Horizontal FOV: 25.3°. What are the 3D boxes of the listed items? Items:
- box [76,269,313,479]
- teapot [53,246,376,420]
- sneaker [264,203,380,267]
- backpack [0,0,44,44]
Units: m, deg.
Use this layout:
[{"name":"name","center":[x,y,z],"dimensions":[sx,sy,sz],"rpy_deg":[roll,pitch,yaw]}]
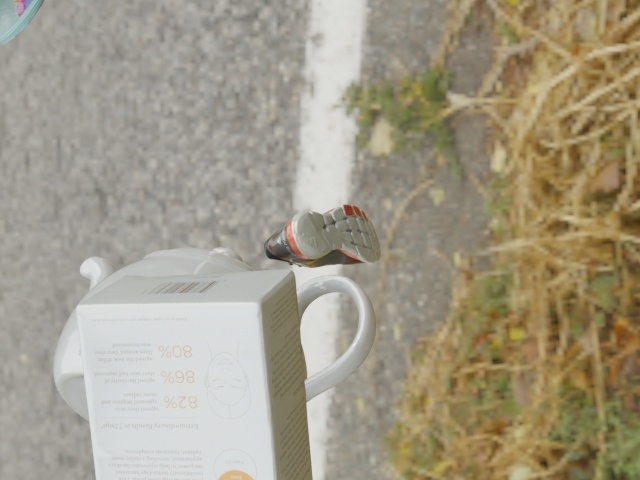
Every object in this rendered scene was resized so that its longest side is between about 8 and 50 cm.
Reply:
[{"name":"box","center":[-0.082,0.113,0.974],"dimensions":[0.130,0.091,0.170],"rpy_deg":[-1,102,14]},{"name":"teapot","center":[-0.111,0.092,1.337],"dimensions":[0.187,0.256,0.252],"rpy_deg":[-68,10,-26]},{"name":"sneaker","center":[0.000,0.000,1.429],"dimensions":[0.065,0.158,0.061],"rpy_deg":[-22,73,32]},{"name":"backpack","center":[-0.280,-0.221,1.059],"dimensions":[0.188,0.144,0.166],"rpy_deg":[-47,43,10]}]
